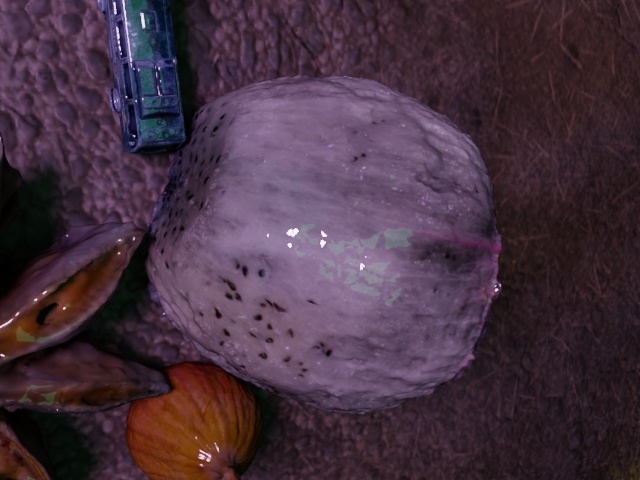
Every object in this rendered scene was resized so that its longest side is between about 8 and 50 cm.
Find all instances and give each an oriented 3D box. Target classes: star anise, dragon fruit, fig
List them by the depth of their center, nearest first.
[{"bbox_3d":[-0.263,0.080,0.454,0.331,0.117,0.332,-13,114,-31],"label":"star anise"},{"bbox_3d":[0.000,0.000,0.532,0.221,0.204,0.283,17,90,-35],"label":"dragon fruit"},{"bbox_3d":[-0.101,0.152,0.552,0.119,0.153,0.119,5,71,-15],"label":"fig"}]

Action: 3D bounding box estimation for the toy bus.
[{"bbox_3d":[-0.138,-0.150,0.510,0.047,0.065,0.166,-11,104,-28],"label":"toy bus"}]
